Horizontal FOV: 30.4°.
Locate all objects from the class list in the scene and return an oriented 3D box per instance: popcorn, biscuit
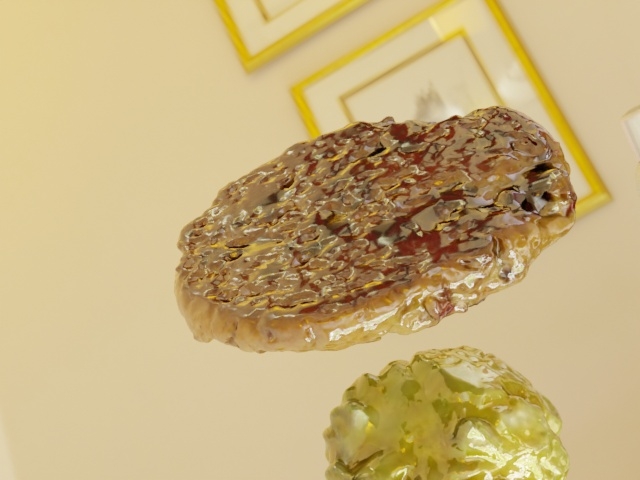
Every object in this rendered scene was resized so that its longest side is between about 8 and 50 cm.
[{"bbox_3d":[0.116,0.223,1.146,0.225,0.249,0.249,21,-144,-42],"label":"popcorn"},{"bbox_3d":[0.042,-0.006,0.962,0.289,0.334,0.081,-113,3,-60],"label":"biscuit"}]

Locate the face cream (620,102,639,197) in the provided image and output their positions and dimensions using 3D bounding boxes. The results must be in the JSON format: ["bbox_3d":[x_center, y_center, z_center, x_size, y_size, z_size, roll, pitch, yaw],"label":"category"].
[{"bbox_3d":[0.351,-0.005,1.073,0.269,0.082,0.082,66,-169,-2],"label":"face cream"}]
